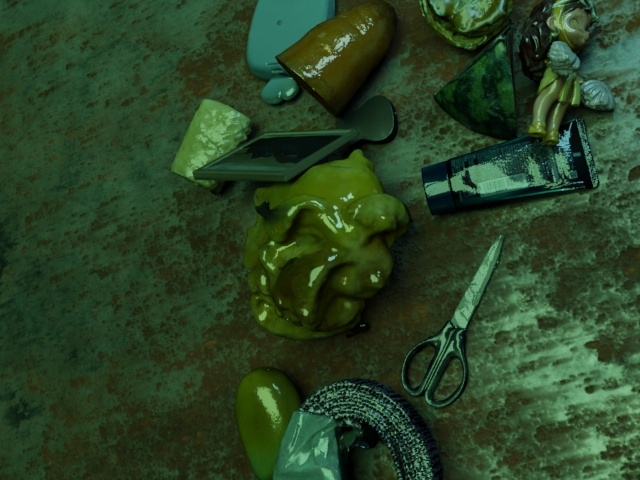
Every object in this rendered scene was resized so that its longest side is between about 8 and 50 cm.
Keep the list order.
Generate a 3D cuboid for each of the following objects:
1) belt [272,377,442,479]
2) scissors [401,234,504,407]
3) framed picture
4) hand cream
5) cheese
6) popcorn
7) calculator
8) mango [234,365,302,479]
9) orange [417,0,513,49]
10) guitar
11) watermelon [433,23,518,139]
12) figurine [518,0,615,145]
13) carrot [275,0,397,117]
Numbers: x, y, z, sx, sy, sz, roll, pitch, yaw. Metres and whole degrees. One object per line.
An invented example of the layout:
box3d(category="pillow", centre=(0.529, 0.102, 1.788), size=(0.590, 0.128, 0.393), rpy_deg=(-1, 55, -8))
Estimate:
box3d(category="belt", centre=(0.058, 0.379, 1.196), size=(0.261, 0.122, 0.324), rpy_deg=(-7, 79, 16))
box3d(category="scissors", centre=(0.229, 0.125, 1.245), size=(0.109, 0.022, 0.299), rpy_deg=(26, 88, 27))
box3d(category="framed picture", centre=(-0.083, -0.154, 1.373), size=(0.266, 0.192, 0.018), rpy_deg=(5, 122, 47))
box3d(category="hand cream", centre=(0.303, -0.112, 1.252), size=(0.271, 0.061, 0.120), rpy_deg=(-14, 72, 19))
box3d(category="cheese", centre=(-0.217, -0.187, 1.521), size=(0.123, 0.094, 0.167), rpy_deg=(26, 89, 32))
box3d(category="popcorn", centre=(0.000, 0.000, 1.269), size=(0.297, 0.281, 0.315), rpy_deg=(-21, 54, 40))
box3d(category="calculator", centre=(-0.062, -0.416, 1.530), size=(0.189, 0.042, 0.302), rpy_deg=(2, 75, 27))
box3d(category="mango", centre=(-0.088, 0.315, 1.321), size=(0.130, 0.092, 0.194), rpy_deg=(-2, 81, 26))
box3d(category="orange", centre=(0.252, -0.411, 1.325), size=(0.160, 0.112, 0.169), rpy_deg=(-8, 96, 15))
box3d(category="guitar", centre=(0.034, -0.197, 1.431), size=(0.234, 0.025, 0.088), rpy_deg=(-16, 71, 23))
box3d(category="watermelon", centre=(0.263, -0.286, 1.265), size=(0.136, 0.207, 0.202), rpy_deg=(0, 58, 1))
box3d(category="figurine", centre=(0.375, -0.272, 1.204), size=(0.116, 0.175, 0.239), rpy_deg=(-13, 64, 42))
box3d(category="carrot", centre=(0.051, -0.348, 1.399), size=(0.225, 0.159, 0.159), rpy_deg=(-42, 61, 0))
